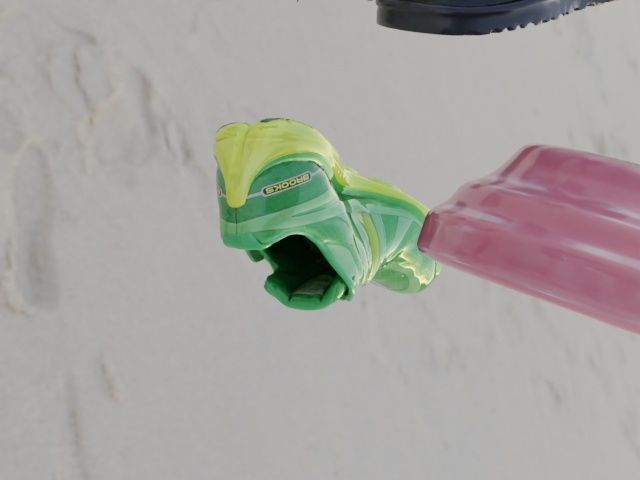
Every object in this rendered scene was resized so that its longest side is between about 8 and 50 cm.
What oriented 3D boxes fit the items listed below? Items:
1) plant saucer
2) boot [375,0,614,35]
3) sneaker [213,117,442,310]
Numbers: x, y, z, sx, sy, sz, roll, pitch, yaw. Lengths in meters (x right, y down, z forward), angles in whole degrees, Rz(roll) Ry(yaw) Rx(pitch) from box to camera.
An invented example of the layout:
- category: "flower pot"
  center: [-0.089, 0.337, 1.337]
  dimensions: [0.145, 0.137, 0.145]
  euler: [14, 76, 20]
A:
- category: "plant saucer"
  center: [0.223, 0.020, 0.792]
  dimensions: [0.332, 0.332, 0.084]
  euler: [9, 99, -71]
- category: "boot"
  center: [0.129, -0.243, 0.845]
  dimensions: [0.246, 0.094, 0.207]
  euler: [-19, 115, -32]
- category: "sneaker"
  center: [0.000, 0.000, 1.095]
  dimensions: [0.295, 0.109, 0.124]
  euler: [28, 67, -55]
